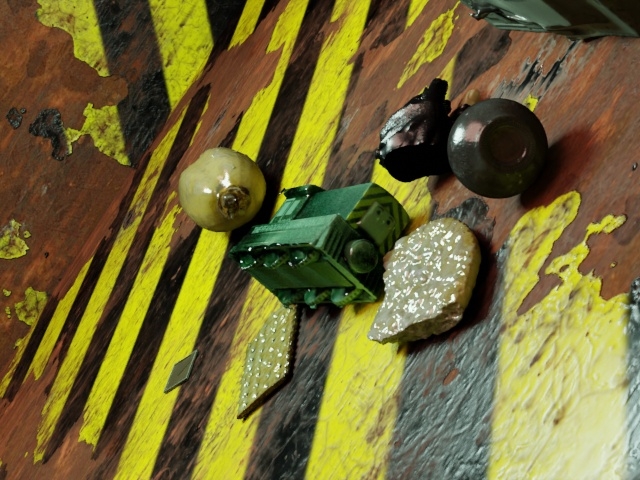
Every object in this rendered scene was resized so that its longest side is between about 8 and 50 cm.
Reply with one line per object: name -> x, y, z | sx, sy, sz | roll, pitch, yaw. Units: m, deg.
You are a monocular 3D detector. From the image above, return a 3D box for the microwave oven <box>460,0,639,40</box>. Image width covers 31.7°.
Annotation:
microwave oven -> 0.309, -0.452, 1.466 | 0.374, 0.236, 0.432 | -56, 19, 2

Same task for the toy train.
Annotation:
toy train -> 0.000, 0.000, 1.652 | 0.178, 0.138, 0.330 | -55, 21, -20

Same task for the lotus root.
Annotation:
lotus root -> -0.189, -0.095, 2.236 | 0.169, 0.151, 0.343 | -45, 20, -5

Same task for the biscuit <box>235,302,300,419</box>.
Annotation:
biscuit -> -0.081, 0.175, 1.745 | 0.144, 0.016, 0.203 | -45, 23, 30

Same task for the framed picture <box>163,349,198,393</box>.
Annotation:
framed picture -> -0.257, 0.242, 2.079 | 0.089, 0.007, 0.066 | -35, 28, 46

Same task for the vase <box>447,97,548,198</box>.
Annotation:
vase -> 0.207, -0.110, 1.382 | 0.120, 0.120, 0.183 | -57, 4, -1

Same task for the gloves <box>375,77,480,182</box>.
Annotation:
gloves -> 0.151, -0.175, 1.606 | 0.129, 0.106, 0.180 | -41, 28, 42

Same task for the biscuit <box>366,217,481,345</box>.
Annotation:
biscuit -> 0.126, 0.056, 1.403 | 0.188, 0.040, 0.265 | -54, 18, 6
